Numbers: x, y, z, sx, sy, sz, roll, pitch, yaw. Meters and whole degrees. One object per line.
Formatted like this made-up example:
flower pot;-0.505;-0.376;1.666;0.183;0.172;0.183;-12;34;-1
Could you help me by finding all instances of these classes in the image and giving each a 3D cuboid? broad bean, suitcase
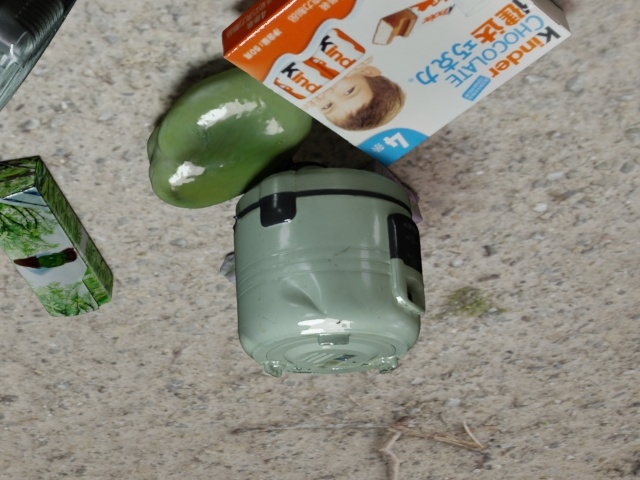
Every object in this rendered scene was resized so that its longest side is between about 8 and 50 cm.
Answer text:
broad bean;-0.106;-0.116;1.567;0.169;0.100;0.228;11;142;-29
suitcase;-0.354;-0.193;1.358;0.128;0.202;0.312;36;133;-13

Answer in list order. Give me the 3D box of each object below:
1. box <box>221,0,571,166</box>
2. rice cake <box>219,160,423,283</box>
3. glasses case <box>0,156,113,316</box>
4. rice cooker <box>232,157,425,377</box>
box;0.081;-0.219;1.440;0.273;0.048;0.265;-36;133;29
rice cake;0.002;0.000;1.770;0.106;0.050;0.298;28;135;-35
glasses case;-0.359;0.002;1.758;0.095;0.062;0.272;-8;144;11
rice cooker;0.010;0.030;1.577;0.226;0.244;0.226;-5;157;-2
